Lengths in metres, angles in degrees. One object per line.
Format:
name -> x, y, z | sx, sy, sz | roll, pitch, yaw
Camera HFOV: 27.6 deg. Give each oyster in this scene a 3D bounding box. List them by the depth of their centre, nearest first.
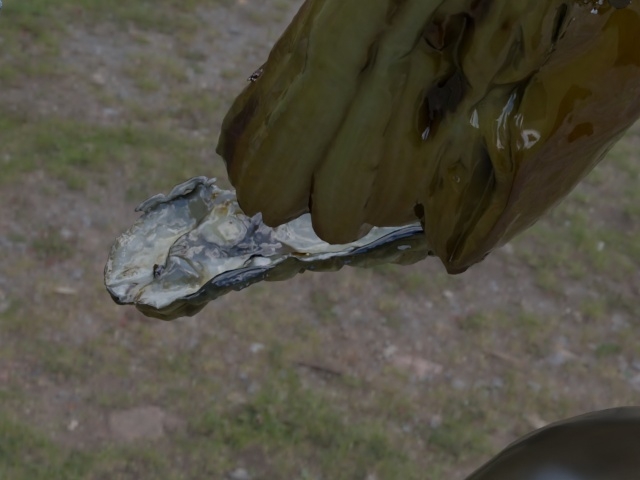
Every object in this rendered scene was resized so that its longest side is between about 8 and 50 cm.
oyster -> 0.000, -0.002, 0.912 | 0.345, 0.078, 0.128 | -10, 33, 21

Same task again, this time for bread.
bread -> 0.110, -0.134, 0.642 | 0.167, 0.324, 0.277 | 38, 42, 0

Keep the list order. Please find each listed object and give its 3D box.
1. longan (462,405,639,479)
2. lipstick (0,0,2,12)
longan -> 0.132, 0.199, 0.419 | 0.297, 0.297, 0.297 | 10, 34, -6
lipstick -> -0.229, -0.131, 0.868 | 0.037, 0.116, 0.037 | 12, 42, -11
